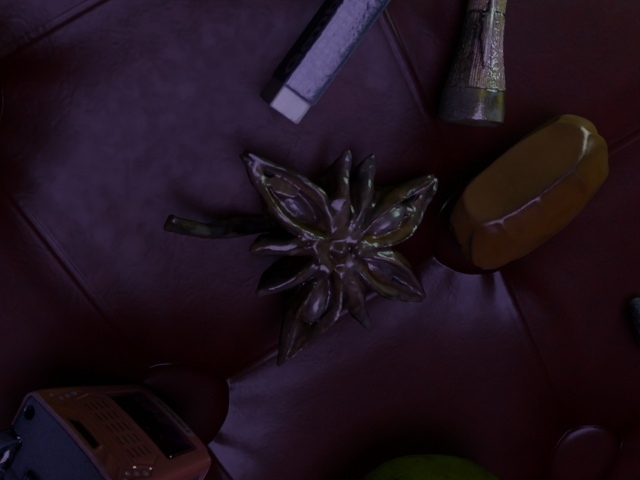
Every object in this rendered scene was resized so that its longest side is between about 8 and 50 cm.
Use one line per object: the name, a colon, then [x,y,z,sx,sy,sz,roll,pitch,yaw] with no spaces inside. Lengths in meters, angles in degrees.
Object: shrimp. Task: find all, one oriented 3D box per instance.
shrimp: [0.542,0.158,1.006,0.056,0.065,0.165,-25,122,31]

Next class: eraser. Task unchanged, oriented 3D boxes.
eraser: [0.012,-0.238,0.728,0.046,0.092,0.213,33,100,-22]

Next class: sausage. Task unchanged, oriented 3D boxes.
sausage: [0.278,-0.063,0.833,0.241,0.120,0.136,-40,146,5]

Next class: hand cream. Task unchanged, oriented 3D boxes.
hand cream: [0.202,-0.244,0.781,0.083,0.084,0.203,4,101,-15]

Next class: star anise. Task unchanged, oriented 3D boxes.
star anise: [0.001,0.002,0.802,0.349,0.109,0.293,-25,106,-15]

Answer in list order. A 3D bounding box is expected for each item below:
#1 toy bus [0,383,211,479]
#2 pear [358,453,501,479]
toy bus: [-0.329,0.399,0.789,0.233,0.203,0.427,9,112,-59]
pear: [0.146,0.446,0.915,0.307,0.253,0.253,-18,113,10]
